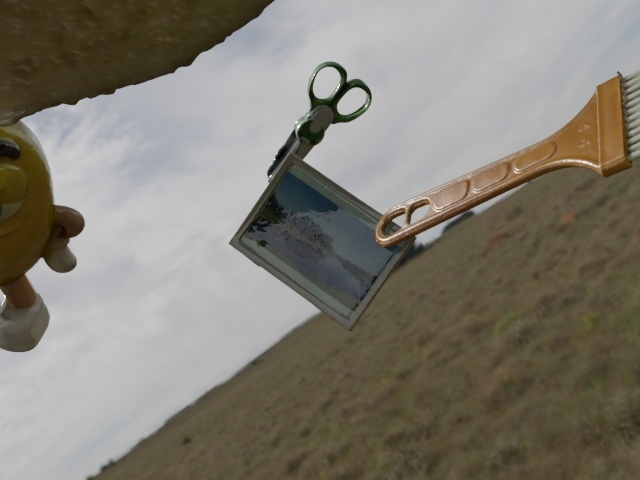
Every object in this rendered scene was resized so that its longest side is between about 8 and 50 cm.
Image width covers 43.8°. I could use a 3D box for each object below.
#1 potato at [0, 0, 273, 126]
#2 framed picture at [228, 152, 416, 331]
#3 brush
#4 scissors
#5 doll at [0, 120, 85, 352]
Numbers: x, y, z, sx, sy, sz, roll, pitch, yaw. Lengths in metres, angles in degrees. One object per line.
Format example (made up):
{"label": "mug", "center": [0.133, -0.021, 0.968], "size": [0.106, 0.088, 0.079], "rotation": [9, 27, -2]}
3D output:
{"label": "potato", "center": [-0.223, -0.274, 0.374], "size": [0.442, 0.319, 0.385], "rotation": [-17, -25, 20]}
{"label": "framed picture", "center": [0.000, 0.000, 0.758], "size": [0.109, 0.149, 0.011], "rotation": [-56, -13, 3]}
{"label": "brush", "center": [0.156, -0.057, 0.627], "size": [0.314, 0.017, 0.090], "rotation": [-26, 39, 41]}
{"label": "scissors", "center": [-0.013, -0.164, 1.182], "size": [0.204, 0.101, 0.027], "rotation": [-51, 27, 16]}
{"label": "doll", "center": [-0.505, -0.001, 1.120], "size": [0.348, 0.161, 0.423], "rotation": [-20, -43, 3]}
